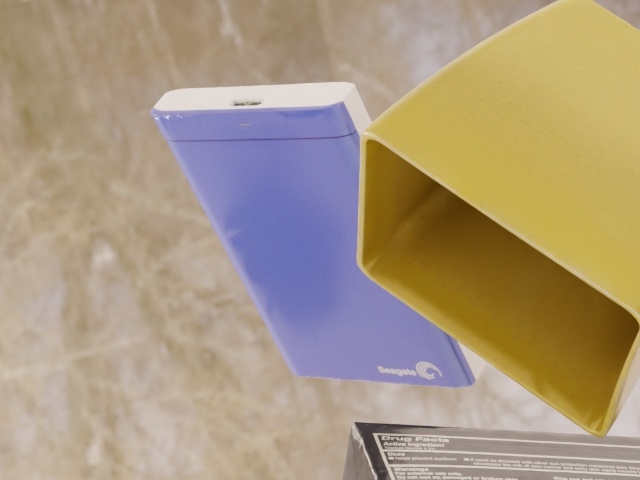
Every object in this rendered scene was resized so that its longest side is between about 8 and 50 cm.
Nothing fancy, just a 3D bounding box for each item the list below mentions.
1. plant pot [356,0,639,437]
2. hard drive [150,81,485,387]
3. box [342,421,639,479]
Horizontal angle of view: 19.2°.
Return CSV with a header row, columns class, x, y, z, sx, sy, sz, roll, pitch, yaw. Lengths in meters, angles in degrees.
class,x,y,z,sx,sy,sz,roll,pitch,yaw
plant pot,0.164,-0.032,1.252,0.187,0.212,0.212,-50,164,-19
hard drive,0.000,0.000,1.695,0.210,0.319,0.040,1,-139,37
box,0.178,0.285,1.453,0.296,0.183,0.294,5,-160,-11
